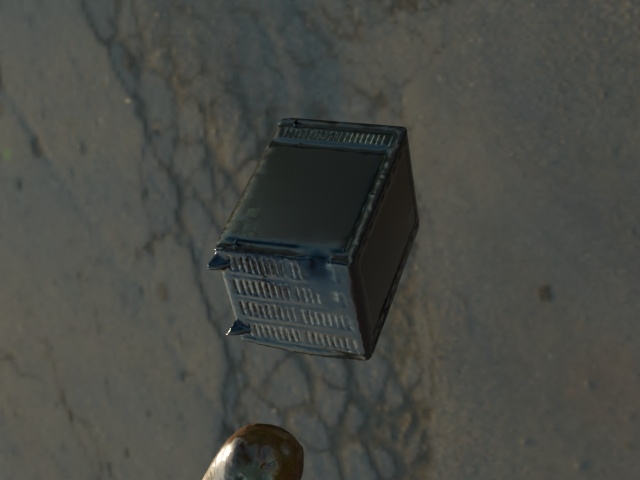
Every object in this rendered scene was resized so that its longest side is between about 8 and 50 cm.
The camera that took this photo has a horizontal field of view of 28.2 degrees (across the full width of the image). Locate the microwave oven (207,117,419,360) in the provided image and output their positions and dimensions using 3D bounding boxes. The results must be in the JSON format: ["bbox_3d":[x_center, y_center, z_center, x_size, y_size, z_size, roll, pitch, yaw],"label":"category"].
[{"bbox_3d":[0.001,-0.001,1.504,0.178,0.247,0.188,9,138,17],"label":"microwave oven"}]

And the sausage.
[{"bbox_3d":[-0.094,0.262,1.172,0.076,0.103,0.302,36,125,3],"label":"sausage"}]
